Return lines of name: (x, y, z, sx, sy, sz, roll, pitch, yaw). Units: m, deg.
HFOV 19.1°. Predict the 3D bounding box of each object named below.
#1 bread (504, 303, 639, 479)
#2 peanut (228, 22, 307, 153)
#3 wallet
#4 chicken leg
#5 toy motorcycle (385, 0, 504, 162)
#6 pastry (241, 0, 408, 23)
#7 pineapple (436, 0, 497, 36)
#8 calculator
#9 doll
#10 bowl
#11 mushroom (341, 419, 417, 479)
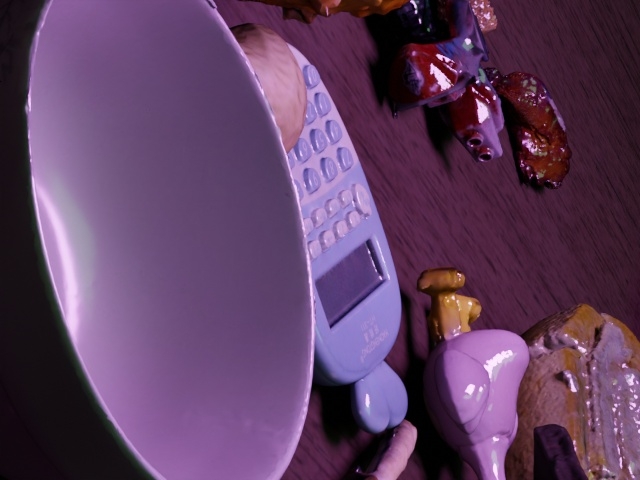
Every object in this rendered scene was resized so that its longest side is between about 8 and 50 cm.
bread: (0.238, 0.174, 1.714, 0.186, 0.124, 0.257, 21, 49, -38)
peanut: (-0.075, -0.073, 1.197, 0.104, 0.085, 0.228, 62, 28, -13)
wallet: (0.207, 0.320, 1.568, 0.165, 0.042, 0.310, -104, -170, -68)
chicken leg: (0.210, -0.122, 1.931, 0.205, 0.053, 0.093, 54, 47, -36)
toy motorcycle: (0.114, -0.141, 1.664, 0.213, 0.082, 0.122, 48, 36, -48)
pastry: (-0.007, -0.314, 1.197, 0.405, 0.292, 0.337, 51, 54, -3)
pineapple: (0.120, -0.244, 1.788, 0.124, 0.058, 0.058, 64, 23, 2)
calculator: (0.000, 0.000, 1.387, 0.188, 0.042, 0.303, -36, 112, -66)
doll: (0.130, 0.206, 1.523, 0.160, 0.094, 0.365, 51, 35, -65)
bowl: (-0.126, 0.004, 0.962, 0.287, 0.143, 0.287, -11, 90, -67)
mushroom: (0.047, 0.175, 1.391, 0.061, 0.060, 0.187, 44, 23, 1)
